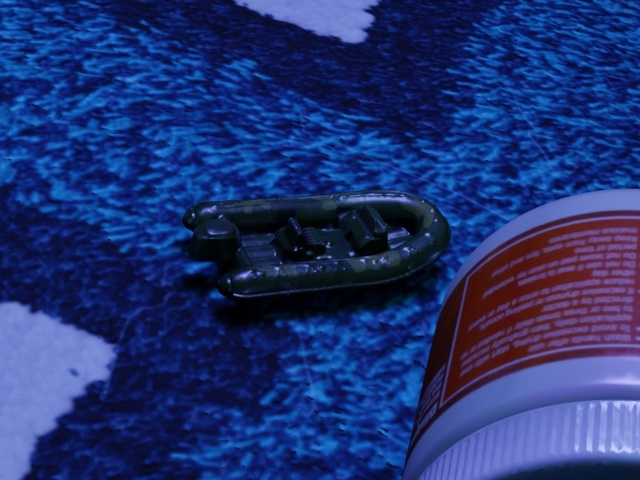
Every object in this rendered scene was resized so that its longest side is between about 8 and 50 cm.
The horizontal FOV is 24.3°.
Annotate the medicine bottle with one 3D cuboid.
[{"bbox_3d":[0.174,0.131,0.833,0.252,0.252,0.241,18,37,2],"label":"medicine bottle"}]

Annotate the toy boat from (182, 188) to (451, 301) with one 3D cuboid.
[{"bbox_3d":[0.000,0.000,1.101,0.210,0.052,0.104,-6,40,-25],"label":"toy boat"}]
